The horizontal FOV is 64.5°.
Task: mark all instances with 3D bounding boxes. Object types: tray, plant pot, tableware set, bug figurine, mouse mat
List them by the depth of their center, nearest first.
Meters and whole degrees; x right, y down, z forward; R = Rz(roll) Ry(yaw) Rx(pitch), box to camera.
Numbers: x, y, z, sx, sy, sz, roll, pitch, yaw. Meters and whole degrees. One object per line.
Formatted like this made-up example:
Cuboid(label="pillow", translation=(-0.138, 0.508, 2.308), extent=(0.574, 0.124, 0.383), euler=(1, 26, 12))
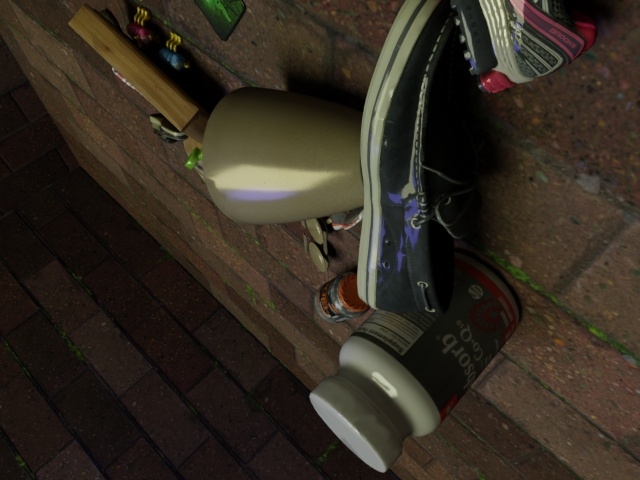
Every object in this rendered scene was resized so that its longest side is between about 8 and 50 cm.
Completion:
Cuboid(label="plant pot", translation=(-0.015, -0.142, 0.877), extent=(0.274, 0.256, 0.257), euler=(7, 136, 35))
Cuboid(label="mouse mat", translation=(-0.219, -0.484, 0.957), extent=(0.190, 0.007, 0.152), euler=(54, 157, -12))
Cuboid(label="bug figurine", translation=(-0.397, -0.512, 1.147), extent=(0.216, 0.072, 0.279), euler=(33, 153, 32))
Cuboid(label="tray", translation=(-0.413, -0.397, 1.262), extent=(0.411, 0.076, 0.203), euler=(43, -176, 12))
Cuboid(label="tableware set", translation=(0.000, 0.000, 1.289), extent=(0.128, 0.039, 0.194), euler=(51, 157, 38))
Cuboid(label="plant pot", translation=(-0.323, -0.223, 1.527), extent=(0.236, 0.032, 0.236), euler=(39, 155, 22))

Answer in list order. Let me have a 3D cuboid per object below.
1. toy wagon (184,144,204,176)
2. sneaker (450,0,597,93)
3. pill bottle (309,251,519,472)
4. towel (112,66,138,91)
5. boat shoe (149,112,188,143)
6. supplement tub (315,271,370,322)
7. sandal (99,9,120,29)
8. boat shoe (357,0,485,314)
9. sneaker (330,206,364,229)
Cuboid(label="toy wagon", translation=(-0.170, -0.152, 1.220), extent=(0.267, 0.068, 0.344), euler=(32, 164, -24))
Cuboid(label="sneaker", translation=(0.163, -0.294, 0.461), extent=(0.112, 0.121, 0.299), euler=(-12, 120, 31))
Cuboid(label="pill bottle", translation=(0.165, 0.204, 0.894), extent=(0.210, 0.363, 0.210), euler=(39, 156, 21))
Cuboid(label="towel", translation=(-0.483, -0.407, 1.398), extent=(0.197, 0.029, 0.144), euler=(40, -175, -23))
Cuboid(label="boat shoe", translation=(-0.441, -0.323, 1.499), extent=(0.223, 0.080, 0.073), euler=(33, 133, 45))
Cuboid(label="supplement tub", translation=(0.064, 0.147, 1.308), extent=(0.117, 0.117, 0.190), euler=(48, 157, 0))
Cuboid(label="sandal", translation=(-0.582, -0.541, 1.450), extent=(0.090, 0.060, 0.219), euler=(33, 153, 32))
Cuboid(label="boat shoe", translation=(0.147, -0.083, 0.695), extent=(0.156, 0.187, 0.500), euler=(17, 132, 21))
Cuboid(label="sneaker", translation=(0.053, -0.063, 1.072), extent=(0.065, 0.061, 0.158), euler=(59, 155, -8))
